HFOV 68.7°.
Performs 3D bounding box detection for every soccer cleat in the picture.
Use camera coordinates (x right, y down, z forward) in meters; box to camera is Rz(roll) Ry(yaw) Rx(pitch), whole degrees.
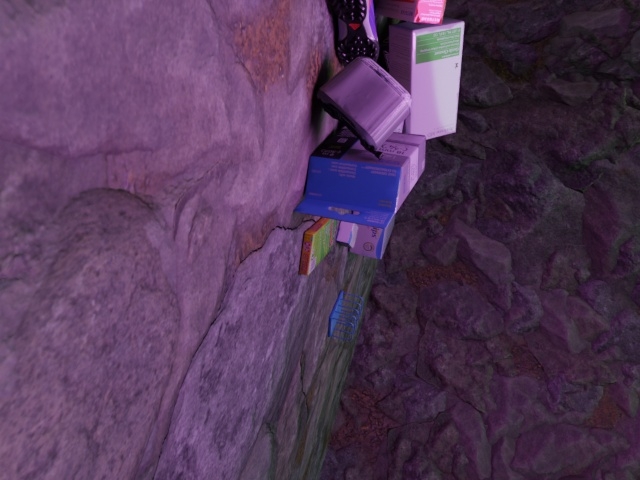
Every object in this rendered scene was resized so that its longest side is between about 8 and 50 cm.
[{"bbox_3d":[0.088,-0.531,1.110,0.318,0.109,0.116,56,44,-69],"label":"soccer cleat"}]

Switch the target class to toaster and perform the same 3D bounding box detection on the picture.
[{"bbox_3d":[0.111,-0.316,1.097,0.146,0.227,0.129,-45,169,5],"label":"toaster"}]

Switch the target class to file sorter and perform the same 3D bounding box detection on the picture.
[{"bbox_3d":[0.108,0.321,1.989,0.170,0.105,0.118,-62,160,-49],"label":"file sorter"}]

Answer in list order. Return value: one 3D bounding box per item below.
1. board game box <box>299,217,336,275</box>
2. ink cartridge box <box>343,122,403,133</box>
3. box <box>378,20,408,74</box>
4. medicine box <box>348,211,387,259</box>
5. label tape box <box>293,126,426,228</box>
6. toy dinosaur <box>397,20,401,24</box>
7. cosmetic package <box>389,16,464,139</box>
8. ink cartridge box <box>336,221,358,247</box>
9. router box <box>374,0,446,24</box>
[{"bbox_3d":[0.000,0.000,1.390,0.259,0.039,0.124,-40,142,-64],"label":"board game box"},{"bbox_3d":[0.147,-0.315,1.490,0.333,0.065,0.165,-18,123,-49],"label":"ink cartridge box"},{"bbox_3d":[0.362,-0.622,1.771,0.318,0.097,0.394,-51,136,-30],"label":"box"},{"bbox_3d":[0.234,-0.115,1.995,0.289,0.149,0.263,-60,158,-50],"label":"medicine box"},{"bbox_3d":[0.107,-0.174,1.180,0.333,0.241,0.105,-51,146,-49],"label":"label tape box"},{"bbox_3d":[0.271,-0.754,1.767,0.112,0.064,0.211,-76,-175,-67],"label":"toy dinosaur"},{"bbox_3d":[0.346,-0.535,1.572,0.155,0.197,0.365,-128,-155,-52],"label":"cosmetic package"},{"bbox_3d":[0.101,-0.026,1.741,0.122,0.052,0.088,40,64,-74],"label":"ink cartridge box"},{"bbox_3d":[0.254,-0.769,1.282,0.335,0.082,0.300,-113,-155,-58],"label":"router box"}]
